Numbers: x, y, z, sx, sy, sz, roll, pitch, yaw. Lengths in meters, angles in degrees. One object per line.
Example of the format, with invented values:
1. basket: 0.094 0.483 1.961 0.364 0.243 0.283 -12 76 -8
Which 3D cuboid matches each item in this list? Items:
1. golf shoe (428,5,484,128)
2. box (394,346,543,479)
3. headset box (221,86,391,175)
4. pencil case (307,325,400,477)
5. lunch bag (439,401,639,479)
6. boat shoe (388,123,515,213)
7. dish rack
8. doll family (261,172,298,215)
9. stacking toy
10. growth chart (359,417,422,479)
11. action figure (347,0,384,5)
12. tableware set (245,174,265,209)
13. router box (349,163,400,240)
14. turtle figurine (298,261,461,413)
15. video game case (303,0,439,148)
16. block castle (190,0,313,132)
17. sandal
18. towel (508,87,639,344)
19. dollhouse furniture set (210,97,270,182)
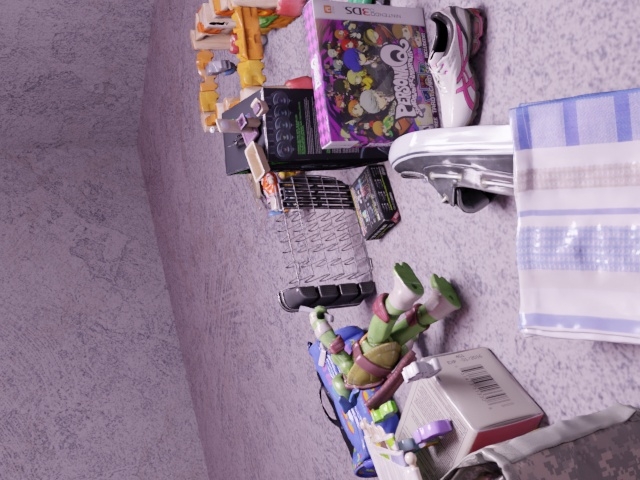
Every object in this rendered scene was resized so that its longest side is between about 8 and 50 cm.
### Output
1. golf shoe: 0.192 -0.252 0.956 0.067 0.085 0.186 22 116 61
2. box: 0.212 0.302 0.975 0.149 0.126 0.233 -126 38 -47
3. headset box: -0.037 -0.204 1.223 0.246 0.282 0.131 0 95 64
4. pencil case: 0.074 0.313 1.273 0.119 0.133 0.306 -38 55 23
5. lunch bag: 0.264 0.330 0.739 0.169 0.235 0.287 30 121 59
6. boat shoe: 0.206 -0.098 0.910 0.335 0.121 0.119 7 97 63
7. dish rack: 0.000 0.000 1.291 0.074 0.208 0.272 -30 67 50
8. doll family: -0.091 -0.152 1.586 0.263 0.118 0.163 -163 62 -83
9. stacking toy: 0.139 0.289 0.916 0.221 0.052 0.167 117 140 -51
10. growth chart: 0.110 0.345 0.914 0.237 0.021 0.172 152 101 -77
11. action figure: 0.085 -0.458 1.169 0.137 0.063 0.233 30 118 58
12. tableware set: -0.184 -0.192 1.834 0.194 0.039 0.128 -118 21 -50
13. router box: 0.104 -0.073 1.236 0.092 0.038 0.123 132 128 -57
14. turtle figurine: 0.091 0.133 1.101 0.266 0.197 0.275 -49 7 29
15. video game case: 0.086 -0.266 1.032 0.041 0.210 0.232 163 101 -65
16. block castle: -0.152 -0.423 1.522 0.453 0.212 0.303 -174 76 -67
17. sandal: 0.044 0.382 1.438 0.255 0.054 0.097 -118 33 -40
18. towel: 0.313 -0.023 0.712 0.209 0.034 0.285 1 97 40
19. dollhouse furniture set: -0.124 -0.161 1.039 0.091 0.081 0.114 -42 61 46
